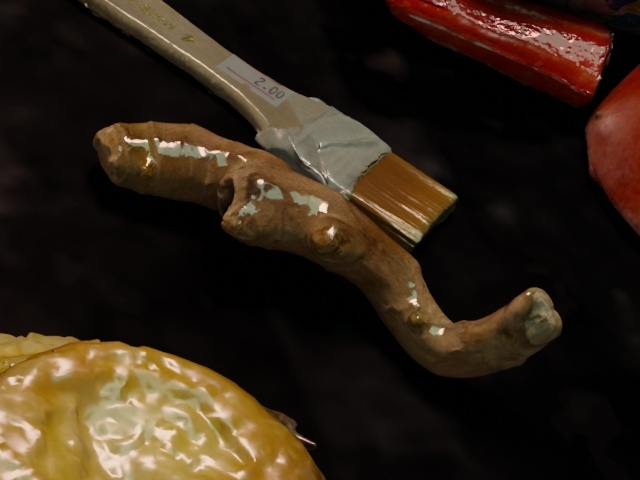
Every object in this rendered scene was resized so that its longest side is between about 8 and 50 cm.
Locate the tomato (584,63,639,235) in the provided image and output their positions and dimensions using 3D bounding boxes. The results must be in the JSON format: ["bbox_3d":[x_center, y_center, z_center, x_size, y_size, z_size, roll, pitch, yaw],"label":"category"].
[{"bbox_3d":[0.354,-0.080,1.170,0.309,0.170,0.309,18,37,-14],"label":"tomato"}]

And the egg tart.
[{"bbox_3d":[-0.084,0.133,0.690,0.294,0.116,0.295,15,38,-12],"label":"egg tart"}]

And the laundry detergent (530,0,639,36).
[{"bbox_3d":[0.219,-0.312,1.258,0.305,0.287,0.287,14,39,-21],"label":"laundry detergent"}]

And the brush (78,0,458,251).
[{"bbox_3d":[-0.059,-0.107,1.070,0.336,0.020,0.085,35,37,10],"label":"brush"}]

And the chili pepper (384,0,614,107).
[{"bbox_3d":[0.127,-0.153,1.214,0.169,0.065,0.088,18,20,-5],"label":"chili pepper"}]

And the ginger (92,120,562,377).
[{"bbox_3d":[0.000,0.000,0.937,0.288,0.075,0.089,29,14,10],"label":"ginger"}]
